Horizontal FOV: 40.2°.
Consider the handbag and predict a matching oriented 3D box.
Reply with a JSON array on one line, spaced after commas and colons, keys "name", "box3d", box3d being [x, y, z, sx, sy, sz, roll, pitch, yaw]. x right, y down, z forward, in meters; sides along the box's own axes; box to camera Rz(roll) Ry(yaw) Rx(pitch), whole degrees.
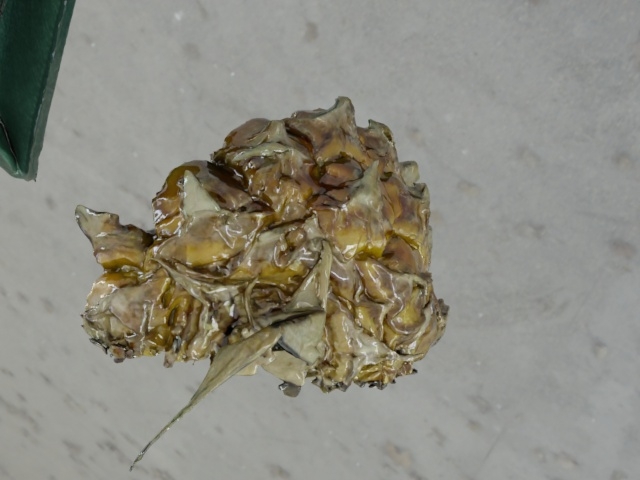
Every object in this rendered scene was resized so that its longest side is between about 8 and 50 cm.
[{"name": "handbag", "box3d": [-0.230, -0.222, 0.618, 0.238, 0.089, 0.326, -52, 42, 41]}]

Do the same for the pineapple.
[{"name": "pineapple", "box3d": [0.004, 0.003, 0.561, 0.158, 0.335, 0.161, 45, 123, 33]}]
